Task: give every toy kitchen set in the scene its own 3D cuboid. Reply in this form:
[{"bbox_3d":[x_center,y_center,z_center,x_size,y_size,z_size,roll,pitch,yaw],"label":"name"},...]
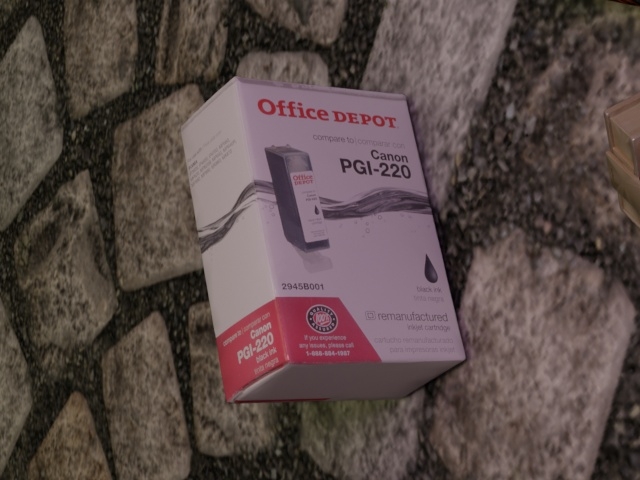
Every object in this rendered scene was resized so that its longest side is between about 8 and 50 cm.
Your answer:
[{"bbox_3d":[0.219,-0.044,0.860,0.068,0.075,0.083,56,170,45],"label":"toy kitchen set"}]

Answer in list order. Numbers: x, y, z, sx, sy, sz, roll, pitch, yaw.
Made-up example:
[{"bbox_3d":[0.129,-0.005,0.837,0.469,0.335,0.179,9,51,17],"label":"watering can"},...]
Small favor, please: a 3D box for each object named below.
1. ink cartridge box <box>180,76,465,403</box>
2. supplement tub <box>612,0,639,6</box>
[{"bbox_3d":[0.000,0.000,1.057,0.092,0.158,0.218,-38,57,49],"label":"ink cartridge box"},{"bbox_3d":[0.191,-0.193,0.838,0.190,0.117,0.117,26,109,53],"label":"supplement tub"}]
